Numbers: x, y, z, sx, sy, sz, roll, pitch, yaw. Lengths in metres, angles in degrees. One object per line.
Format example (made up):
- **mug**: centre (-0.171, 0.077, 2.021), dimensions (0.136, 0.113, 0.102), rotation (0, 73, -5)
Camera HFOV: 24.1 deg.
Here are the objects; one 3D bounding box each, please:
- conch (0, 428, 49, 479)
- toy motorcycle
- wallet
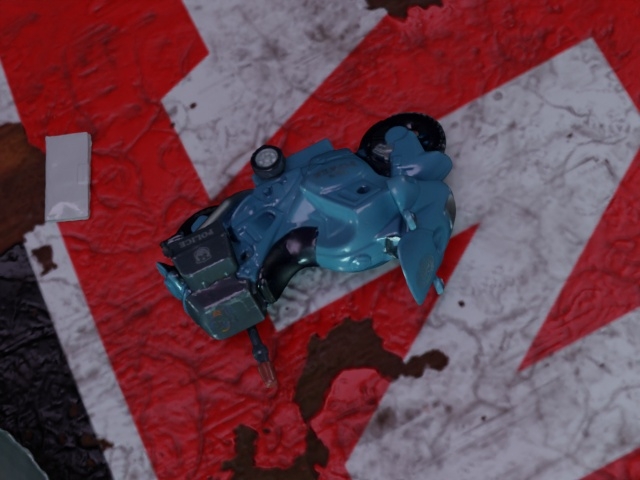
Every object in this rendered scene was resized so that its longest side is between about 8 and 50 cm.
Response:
- **conch**: centre (-0.368, 0.270, 1.198), dimensions (0.319, 0.215, 0.303), rotation (1, 79, -21)
- **toy motorcycle**: centre (0.000, 0.000, 1.254), dimensions (0.272, 0.123, 0.182), rotation (-26, 50, 1)
- **wallet**: centre (-0.230, -0.058, 1.363), dimensions (0.044, 0.011, 0.083), rotation (-4, 73, 9)
